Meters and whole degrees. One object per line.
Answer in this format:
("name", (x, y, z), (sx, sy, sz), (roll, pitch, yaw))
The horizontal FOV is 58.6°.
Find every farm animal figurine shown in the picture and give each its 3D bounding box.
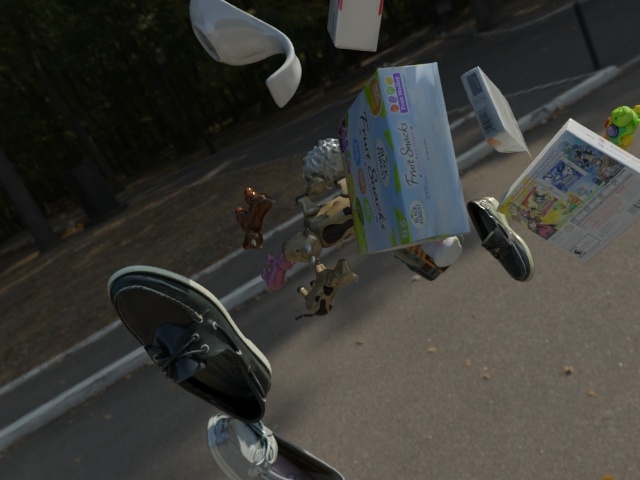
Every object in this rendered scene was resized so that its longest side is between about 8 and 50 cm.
("farm animal figurine", (0.000, 0.000, 1.190), (0.326, 0.330, 0.172), (-39, 36, 1))

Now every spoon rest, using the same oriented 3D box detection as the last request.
("spoon rest", (-0.118, -0.309, 0.899), (0.084, 0.137, 0.276), (-40, 56, -8))

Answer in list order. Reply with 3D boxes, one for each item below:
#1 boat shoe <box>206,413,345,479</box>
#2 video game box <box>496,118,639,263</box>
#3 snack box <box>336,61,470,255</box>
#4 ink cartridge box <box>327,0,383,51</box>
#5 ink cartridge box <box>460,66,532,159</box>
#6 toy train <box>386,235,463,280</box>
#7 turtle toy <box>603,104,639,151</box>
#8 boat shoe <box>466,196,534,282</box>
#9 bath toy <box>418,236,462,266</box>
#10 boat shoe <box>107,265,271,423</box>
("boat shoe", (-0.081, 0.405, 1.054), (0.103, 0.320, 0.118), (-34, 30, 15))
("video game box", (0.434, -0.076, 0.962), (0.048, 0.187, 0.205), (-58, -2, -41))
("snack box", (0.081, -0.078, 0.644), (0.070, 0.175, 0.207), (-10, -4, -12))
("ink cartridge box", (0.079, -0.553, 1.329), (0.100, 0.172, 0.237), (4, 28, -6))
("ink cartridge box", (0.335, -0.229, 1.079), (0.045, 0.146, 0.179), (-26, -24, 26))
("toy train", (0.300, -0.007, 1.768), (0.190, 0.333, 0.142), (-50, 37, 13))
("turtle toy", (0.675, -0.260, 1.274), (0.066, 0.095, 0.130), (22, -1, 17))
("boat shoe", (0.392, -0.001, 1.269), (0.073, 0.224, 0.080), (-5, -33, -25))
("bath toy", (0.301, -0.077, 1.574), (0.129, 0.348, 0.151), (22, 60, 42))
("boat shoe", (-0.189, 0.174, 0.864), (0.127, 0.340, 0.113), (-26, 37, 11))
